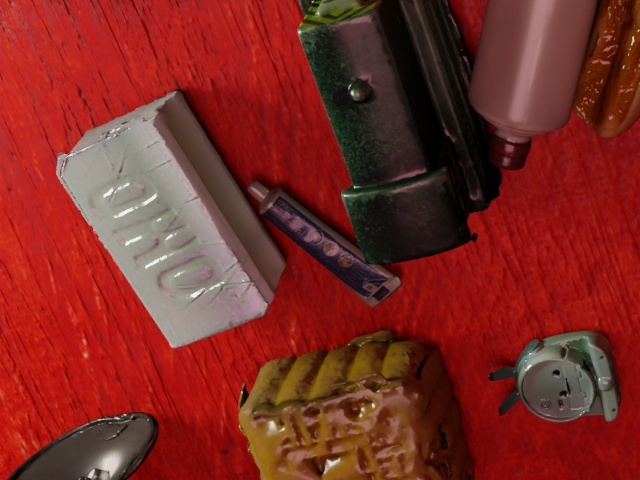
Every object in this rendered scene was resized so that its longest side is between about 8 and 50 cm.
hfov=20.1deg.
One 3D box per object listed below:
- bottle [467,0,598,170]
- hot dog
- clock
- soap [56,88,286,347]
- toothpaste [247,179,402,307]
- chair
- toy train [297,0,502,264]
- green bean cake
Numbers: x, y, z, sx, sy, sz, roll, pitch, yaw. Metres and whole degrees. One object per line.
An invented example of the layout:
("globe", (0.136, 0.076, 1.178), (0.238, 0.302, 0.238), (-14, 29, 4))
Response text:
("bottle", (0.202, -0.185, 1.727), (0.104, 0.104, 0.245), (14, 116, 6))
("hot dog", (0.308, -0.211, 1.712), (0.076, 0.102, 0.249), (-8, 129, -29))
("clock", (0.254, 0.154, 1.949), (0.135, 0.041, 0.101), (-10, 116, 18))
("soap", (-0.157, -0.022, 1.922), (0.150, 0.094, 0.261), (-23, 111, 23))
("toothpaste", (0.000, 0.000, 1.931), (0.197, 0.035, 0.057), (38, 129, -12))
("chair", (-0.190, 0.419, 2.100), (0.227, 0.226, 0.401), (-22, 112, 23))
("toy train", (0.074, -0.131, 1.758), (0.139, 0.178, 0.330), (-12, 116, 20))
("green bean cake", (0.038, 0.230, 1.992), (0.230, 0.131, 0.224), (-12, 114, 18))
